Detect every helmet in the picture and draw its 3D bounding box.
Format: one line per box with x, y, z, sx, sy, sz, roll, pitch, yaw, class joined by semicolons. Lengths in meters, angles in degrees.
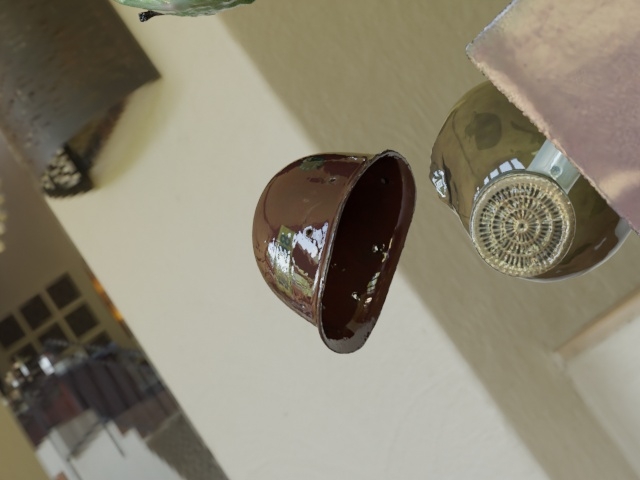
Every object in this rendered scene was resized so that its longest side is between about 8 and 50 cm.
0.000;0.000;0.959;0.155;0.106;0.175;-44;-40;-44;helmet

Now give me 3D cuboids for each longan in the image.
0.317;-0.097;1.710;0.319;0.319;0.319;-34;-10;-7;longan

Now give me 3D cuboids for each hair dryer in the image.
0.282;-0.126;1.214;0.357;0.107;0.173;-56;-3;10;hair dryer

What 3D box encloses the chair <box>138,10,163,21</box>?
-0.172;-0.417;1.787;0.229;0.113;0.106;-10;17;4;chair

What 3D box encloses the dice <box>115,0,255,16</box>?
-0.195;-0.511;1.567;0.330;0.322;0.318;-54;-29;-31;dice

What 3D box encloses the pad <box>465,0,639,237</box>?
0.141;-0.075;0.312;0.188;0.113;0.006;-44;0;27;pad
